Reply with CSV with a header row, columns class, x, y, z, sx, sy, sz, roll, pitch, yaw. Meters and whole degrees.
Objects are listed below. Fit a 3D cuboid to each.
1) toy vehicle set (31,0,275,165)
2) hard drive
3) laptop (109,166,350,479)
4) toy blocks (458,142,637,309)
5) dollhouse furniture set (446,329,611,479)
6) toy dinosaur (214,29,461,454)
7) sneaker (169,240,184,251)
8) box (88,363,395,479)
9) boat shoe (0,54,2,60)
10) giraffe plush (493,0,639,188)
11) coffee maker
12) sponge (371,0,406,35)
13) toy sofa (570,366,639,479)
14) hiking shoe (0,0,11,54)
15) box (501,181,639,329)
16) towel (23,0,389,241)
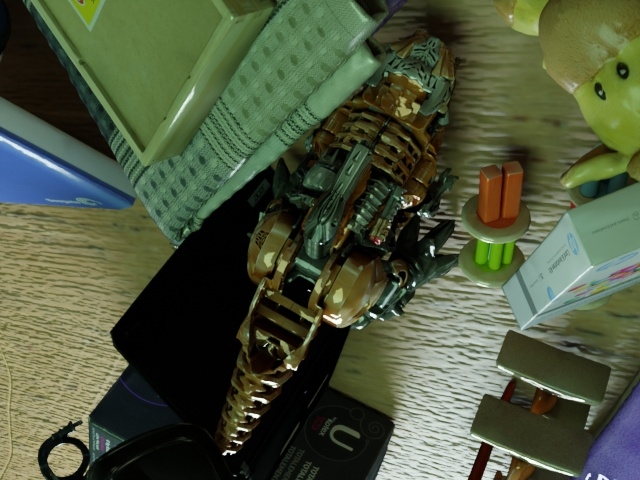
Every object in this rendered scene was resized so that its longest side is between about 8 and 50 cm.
class,x,y,z,sx,sy,sz,roll,pitch,yaw
toy vehicle set,-0.149,-0.202,0.760,0.267,0.035,0.166,55,140,10
hard drive,-0.337,-0.101,0.983,0.210,0.040,0.319,4,165,32
laptop,-0.074,0.108,0.991,0.137,0.234,0.264,28,141,9
toy blocks,0.165,-0.024,0.824,0.123,0.054,0.148,14,138,13
dollhouse furniture set,0.121,0.236,0.967,0.135,0.259,0.262,22,139,9
toy dinosaur,0.000,0.000,0.830,0.322,0.218,0.164,-41,86,9
sneaker,-0.103,-0.007,1.055,0.042,0.067,0.118,24,170,8
box,-0.085,0.222,1.171,0.270,0.165,0.143,26,140,11
boat shoe,-0.353,-0.219,0.989,0.184,0.066,0.063,48,153,-20
giraffe plush,0.184,-0.114,0.632,0.210,0.170,0.181,24,140,12
coffee maker,-0.149,0.205,0.860,0.171,0.120,0.178,43,145,0
sponge,0.046,-0.226,0.707,0.117,0.031,0.210,51,141,1
toy sofa,0.291,0.162,0.839,0.150,0.177,0.362,26,141,10
hiking shoe,-0.328,-0.263,0.869,0.132,0.113,0.304,8,135,45
box,0.200,-0.003,0.700,0.186,0.145,0.038,98,150,-73
towel,-0.106,-0.193,0.791,0.312,0.056,0.324,59,141,6
